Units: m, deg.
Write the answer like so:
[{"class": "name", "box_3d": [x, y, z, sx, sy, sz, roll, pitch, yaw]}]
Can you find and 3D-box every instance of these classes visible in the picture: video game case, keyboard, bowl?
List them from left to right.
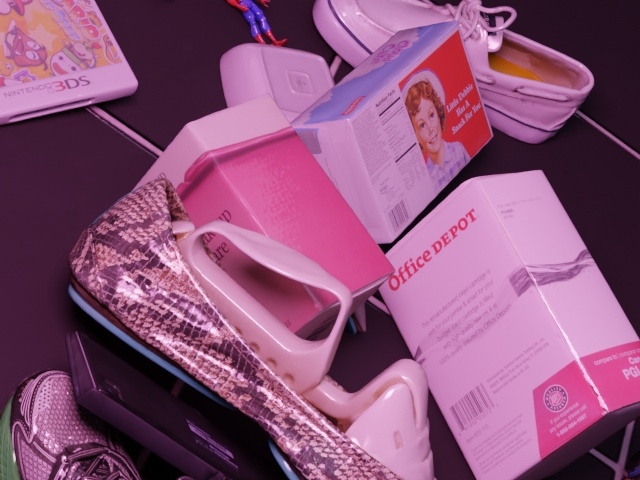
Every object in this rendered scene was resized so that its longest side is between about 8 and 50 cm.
[{"class": "video game case", "box_3d": [-0.324, -0.228, 1.830, 0.206, 0.026, 0.227, -17, 70, -35]}, {"class": "keyboard", "box_3d": [-0.098, 0.210, 1.585, 0.317, 0.033, 0.201, 38, 10, -29]}, {"class": "bowl", "box_3d": [-0.035, -0.164, 1.997, 0.142, 0.053, 0.142, 7, 54, -34]}]

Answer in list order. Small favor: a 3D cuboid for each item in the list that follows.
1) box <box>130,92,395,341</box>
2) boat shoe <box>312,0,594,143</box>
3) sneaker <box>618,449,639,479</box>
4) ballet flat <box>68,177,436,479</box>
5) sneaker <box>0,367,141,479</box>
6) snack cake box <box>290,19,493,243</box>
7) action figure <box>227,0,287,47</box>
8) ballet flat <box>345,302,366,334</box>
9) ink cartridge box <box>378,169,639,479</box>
[{"class": "box", "box_3d": [-0.062, -0.005, 1.787, 0.127, 0.148, 0.232, -26, 75, -44]}, {"class": "boat shoe", "box_3d": [0.178, -0.243, 2.137, 0.367, 0.156, 0.136, 25, 47, -20]}, {"class": "sneaker", "box_3d": [0.382, 0.280, 1.970, 0.221, 0.083, 0.087, -35, 96, -41]}, {"class": "ballet flat", "box_3d": [-0.019, 0.127, 1.638, 0.483, 0.182, 0.164, 44, 11, 2]}, {"class": "sneaker", "box_3d": [-0.163, 0.254, 1.522, 0.134, 0.146, 0.343, -15, 67, -42]}, {"class": "snack cake box", "box_3d": [0.083, -0.122, 1.980, 0.264, 0.089, 0.152, -44, 120, -46]}, {"class": "action figure", "box_3d": [-0.083, -0.271, 2.059, 0.038, 0.030, 0.115, -29, 77, -40]}, {"class": "ballet flat", "box_3d": [0.000, 0.000, 1.878, 0.068, 0.072, 0.213, -35, 80, -15]}, {"class": "ink cartridge box", "box_3d": [0.205, 0.095, 1.869, 0.117, 0.207, 0.283, -10, 66, -42]}]
